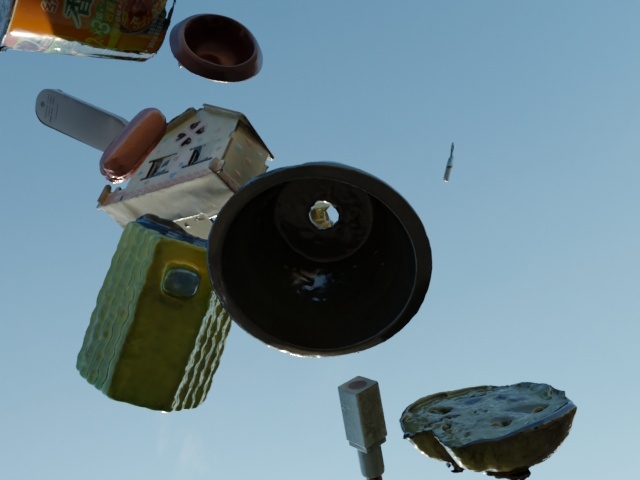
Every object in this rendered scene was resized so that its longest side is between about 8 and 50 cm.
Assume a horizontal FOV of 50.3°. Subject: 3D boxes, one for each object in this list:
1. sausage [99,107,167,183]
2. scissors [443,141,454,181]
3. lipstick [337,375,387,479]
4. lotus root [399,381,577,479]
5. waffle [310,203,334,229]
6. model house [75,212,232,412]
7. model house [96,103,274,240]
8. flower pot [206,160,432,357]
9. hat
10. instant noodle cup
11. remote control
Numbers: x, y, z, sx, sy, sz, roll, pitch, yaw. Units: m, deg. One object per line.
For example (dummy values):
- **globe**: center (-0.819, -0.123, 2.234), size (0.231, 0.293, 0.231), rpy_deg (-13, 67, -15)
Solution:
- **sausage**: center (-0.320, -0.163, 1.166), size (0.062, 0.062, 0.154), rpy_deg (55, -129, -36)
- **scissors**: center (0.273, -0.158, 1.439), size (0.119, 0.014, 0.058), rpy_deg (-66, -22, -47)
- **lipstick**: center (0.045, 0.195, 0.648), size (0.030, 0.030, 0.129), rpy_deg (-20, -73, -37)
- **lotus root**: center (0.199, 0.234, 0.814), size (0.203, 0.183, 0.078), rpy_deg (-11, -86, 0)
- **waffle**: center (-0.004, 0.022, 1.444), size (0.057, 0.229, 0.219), rpy_deg (-16, -74, -13)
- **model house**: center (-0.223, 0.098, 0.987), size (0.215, 0.303, 0.237), rpy_deg (19, -90, -9)
- **model house**: center (-0.246, -0.137, 1.350), size (0.169, 0.326, 0.244), rpy_deg (51, -142, -40)
- **flower pot**: center (0.000, 0.000, 0.870), size (0.268, 0.166, 0.269), rpy_deg (1, -63, 1)
- **hat**: center (-0.225, -0.402, 1.467), size (0.205, 0.205, 0.089), rpy_deg (-18, -22, -30)
- **instant noodle cup**: center (-0.285, -0.319, 0.813), size (0.182, 0.230, 0.230), rpy_deg (5, -76, -37)
- **remote control**: center (-0.459, -0.231, 1.319), size (0.022, 0.245, 0.077), rpy_deg (-18, -51, -63)
